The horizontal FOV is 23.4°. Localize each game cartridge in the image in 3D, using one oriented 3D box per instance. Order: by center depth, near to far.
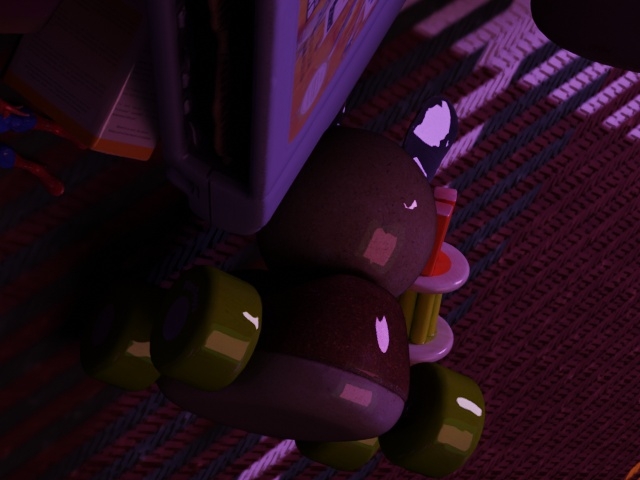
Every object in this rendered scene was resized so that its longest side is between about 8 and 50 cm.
[{"bbox_3d":[0.009,-0.132,0.546,0.198,0.062,0.297,-55,172,-16],"label":"game cartridge"}]

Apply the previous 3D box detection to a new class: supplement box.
[{"bbox_3d":[-0.076,-0.090,0.607,0.036,0.062,0.098,9,114,-54],"label":"supplement box"}]

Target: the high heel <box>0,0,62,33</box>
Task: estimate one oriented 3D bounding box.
[{"bbox_3d":[-0.120,-0.144,0.386,0.181,0.127,0.377,-49,174,17],"label":"high heel"}]

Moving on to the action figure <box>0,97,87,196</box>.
[{"bbox_3d":[-0.138,-0.044,0.605,0.115,0.030,0.038,17,111,-54],"label":"action figure"}]

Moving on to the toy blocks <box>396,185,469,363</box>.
[{"bbox_3d":[0.037,0.009,0.852,0.123,0.054,0.148,-24,137,-37],"label":"toy blocks"}]

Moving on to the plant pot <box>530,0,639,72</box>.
[{"bbox_3d":[0.226,-0.219,0.738,0.263,0.263,0.229,-26,121,-37],"label":"plant pot"}]

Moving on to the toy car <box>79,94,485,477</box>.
[{"bbox_3d":[0.000,0.000,0.737,0.155,0.149,0.188,25,73,-28],"label":"toy car"}]
